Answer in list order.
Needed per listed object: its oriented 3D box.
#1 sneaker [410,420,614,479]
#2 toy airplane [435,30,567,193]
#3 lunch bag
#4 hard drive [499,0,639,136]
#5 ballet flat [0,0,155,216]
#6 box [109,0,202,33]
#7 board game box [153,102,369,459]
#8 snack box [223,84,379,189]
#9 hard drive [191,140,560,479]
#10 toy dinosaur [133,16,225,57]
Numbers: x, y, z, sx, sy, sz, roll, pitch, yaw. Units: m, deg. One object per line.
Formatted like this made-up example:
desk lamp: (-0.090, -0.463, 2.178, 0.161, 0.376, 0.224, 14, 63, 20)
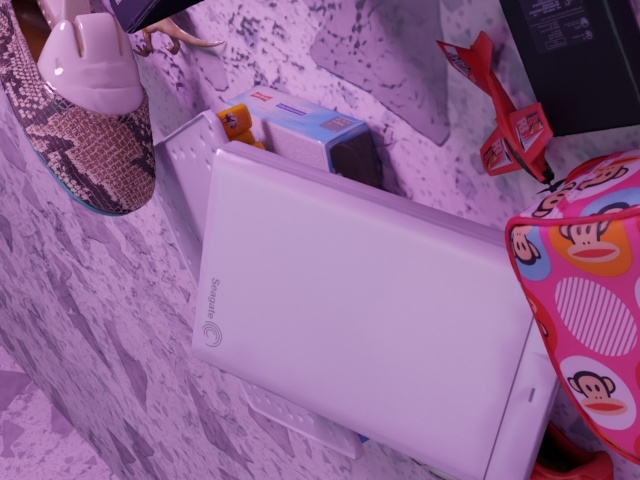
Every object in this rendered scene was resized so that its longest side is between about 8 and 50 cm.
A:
sneaker: (0.176, 0.188, 0.892, 0.279, 0.107, 0.118, 27, 121, 39)
toy airplane: (0.142, -0.100, 0.692, 0.151, 0.028, 0.151, 54, 170, 14)
lunch bag: (0.274, 0.061, 0.554, 0.293, 0.120, 0.258, -10, 110, 60)
hard drive: (0.175, -0.140, 0.613, 0.094, 0.022, 0.135, -1, 117, 58)
ballet flat: (-0.321, -0.254, 1.102, 0.483, 0.164, 0.182, 58, 134, 30)
box: (-0.077, -0.351, 0.551, 0.343, 0.179, 0.312, -13, 108, 60)
board game box: (-0.087, 0.048, 1.072, 0.390, 0.050, 0.390, 66, 160, -7)
snack box: (0.000, 0.000, 0.991, 0.187, 0.060, 0.322, 29, 140, 47)
hard drive: (0.046, 0.070, 0.814, 0.353, 0.047, 0.233, 21, 117, 22)
toy dinosaur: (-0.191, -0.258, 1.048, 0.183, 0.053, 0.092, 48, 149, 18)
